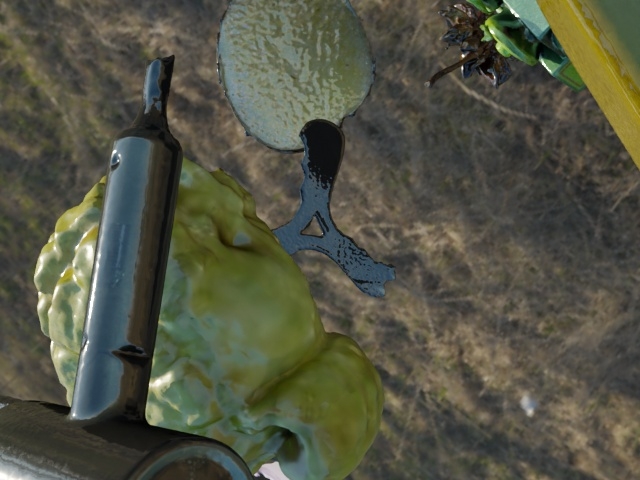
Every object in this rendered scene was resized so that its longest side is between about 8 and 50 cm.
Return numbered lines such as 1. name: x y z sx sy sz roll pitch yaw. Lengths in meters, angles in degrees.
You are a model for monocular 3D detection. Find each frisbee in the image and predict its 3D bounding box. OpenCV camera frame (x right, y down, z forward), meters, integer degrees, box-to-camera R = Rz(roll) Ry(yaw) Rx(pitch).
1. frisbee: 0.000 0.000 0.918 0.187 0.211 0.012 41 173 -11

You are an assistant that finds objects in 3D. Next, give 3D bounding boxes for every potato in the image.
1. potato: -0.037 -0.198 1.029 0.117 0.182 0.202 152 102 -78

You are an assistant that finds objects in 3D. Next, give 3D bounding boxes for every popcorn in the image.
1. popcorn: -0.102 0.084 0.671 0.286 0.173 0.225 51 127 1

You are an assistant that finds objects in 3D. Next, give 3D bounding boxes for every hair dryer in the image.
1. hair dryer: -0.107 0.033 0.414 0.195 0.248 0.078 -1 167 44

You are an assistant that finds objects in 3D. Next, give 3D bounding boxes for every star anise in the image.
1. star anise: 0.271 -0.317 1.476 0.177 0.234 0.073 24 153 -18

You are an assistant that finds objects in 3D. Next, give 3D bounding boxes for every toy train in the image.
1. toy train: 0.291 -0.326 1.133 0.159 0.188 0.272 -48 49 26

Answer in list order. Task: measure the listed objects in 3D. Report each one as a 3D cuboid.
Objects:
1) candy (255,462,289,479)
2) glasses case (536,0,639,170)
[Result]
1. candy: -0.093 0.150 0.914 0.265 0.116 0.155 17 147 41
2. glasses case: 0.279 -0.093 0.579 0.371 0.141 0.173 59 -168 3
